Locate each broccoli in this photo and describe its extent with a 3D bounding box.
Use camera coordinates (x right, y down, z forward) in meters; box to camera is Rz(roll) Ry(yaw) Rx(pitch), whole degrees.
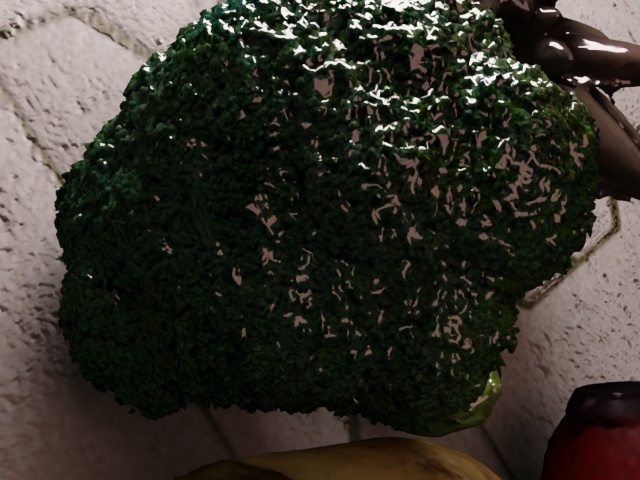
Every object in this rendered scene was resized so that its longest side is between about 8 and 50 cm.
[{"bbox_3d":[0.000,0.000,0.623,0.297,0.298,0.297,-65,147,-35],"label":"broccoli"}]

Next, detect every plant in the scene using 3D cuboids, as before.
[{"bbox_3d":[0.096,-0.124,0.782,0.182,0.194,0.320,-31,87,-28],"label":"plant"}]

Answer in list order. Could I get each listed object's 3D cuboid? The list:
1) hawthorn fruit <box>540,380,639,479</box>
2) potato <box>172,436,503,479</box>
[{"bbox_3d":[0.245,0.205,0.736,0.215,0.215,0.249,22,58,-29],"label":"hawthorn fruit"},{"bbox_3d":[0.035,0.220,0.566,0.243,0.243,0.285,-17,89,-40],"label":"potato"}]
